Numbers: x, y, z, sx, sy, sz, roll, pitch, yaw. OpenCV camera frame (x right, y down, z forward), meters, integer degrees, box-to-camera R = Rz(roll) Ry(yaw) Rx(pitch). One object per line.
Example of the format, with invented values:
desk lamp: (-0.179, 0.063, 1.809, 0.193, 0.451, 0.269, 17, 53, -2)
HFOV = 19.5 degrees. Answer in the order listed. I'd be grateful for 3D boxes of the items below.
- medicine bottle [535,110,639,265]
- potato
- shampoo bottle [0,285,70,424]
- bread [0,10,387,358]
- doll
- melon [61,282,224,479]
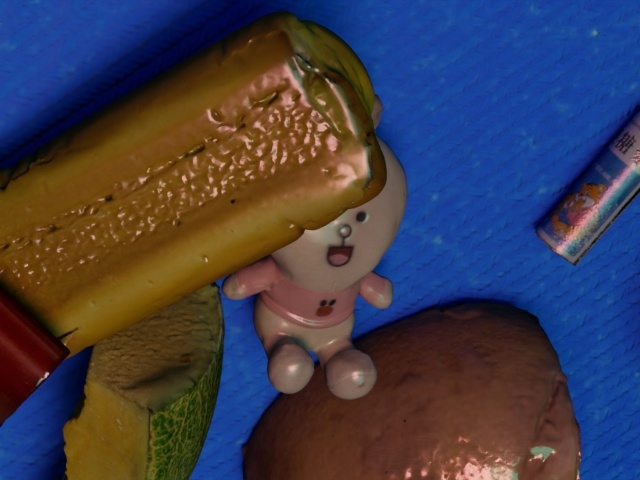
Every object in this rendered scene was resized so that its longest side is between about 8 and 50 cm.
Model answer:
medicine bottle: (0.272, -0.063, 1.667, 0.051, 0.051, 0.191, 33, 102, -32)
potato: (0.082, 0.181, 1.648, 0.264, 0.211, 0.189, 0, 120, -16)
shampoo bottle: (-0.317, 0.030, 1.429, 0.260, 0.064, 0.102, 43, 125, -3)
bread: (-0.125, -0.039, 1.464, 0.384, 0.112, 0.166, -28, 102, 15)
doll: (-0.004, -0.002, 1.574, 0.155, 0.113, 0.275, -2, 112, -16)
melon: (-0.173, 0.192, 1.602, 0.124, 0.196, 0.323, 21, 124, -1)
